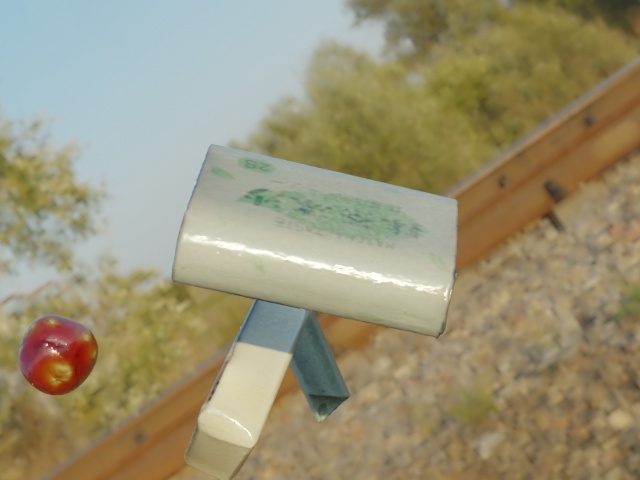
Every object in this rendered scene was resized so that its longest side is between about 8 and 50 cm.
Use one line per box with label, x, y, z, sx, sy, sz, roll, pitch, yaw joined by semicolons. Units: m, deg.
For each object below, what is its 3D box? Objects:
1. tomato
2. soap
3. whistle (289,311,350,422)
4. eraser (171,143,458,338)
tomato;-0.287;0.127;1.764;0.087;0.087;0.075;-35;18;10
soap;-0.074;0.142;1.661;0.121;0.064;0.183;117;177;-59
whistle;-0.032;0.108;2.090;0.062;0.312;0.062;-15;35;11
eraser;0.000;0.000;1.380;0.174;0.227;0.081;-78;2;-62
